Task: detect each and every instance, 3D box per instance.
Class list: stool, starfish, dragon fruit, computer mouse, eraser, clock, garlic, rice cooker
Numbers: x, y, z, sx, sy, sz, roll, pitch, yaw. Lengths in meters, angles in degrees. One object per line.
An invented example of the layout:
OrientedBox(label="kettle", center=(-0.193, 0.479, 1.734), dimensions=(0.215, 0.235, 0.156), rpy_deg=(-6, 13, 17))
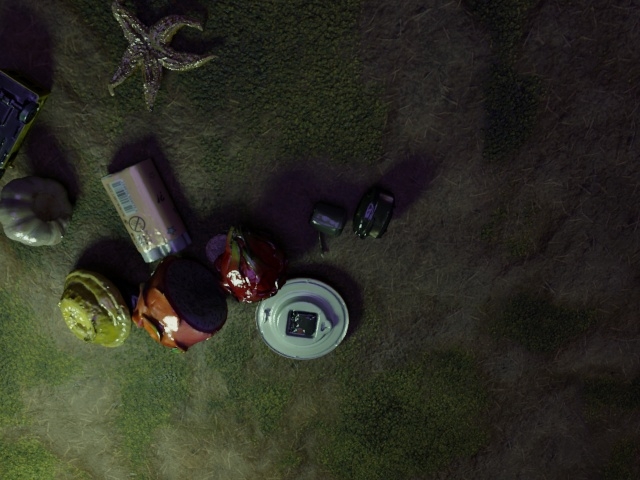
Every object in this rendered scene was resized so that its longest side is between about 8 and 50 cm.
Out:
OrientedBox(label="stool", center=(0.023, -0.067, 1.521), dimensions=(0.110, 0.096, 0.096), rpy_deg=(21, 109, -2))
OrientedBox(label="starfish", center=(-0.462, -0.508, 1.372), dimensions=(0.299, 0.060, 0.303), rpy_deg=(29, 102, -17))
OrientedBox(label="dragon fruit", center=(-0.439, 0.212, 1.528), dimensions=(0.189, 0.291, 0.291), rpy_deg=(-38, 106, 22))
OrientedBox(label="dragon fruit", center=(-0.221, 0.065, 1.494), dimensions=(0.233, 0.234, 0.293), rpy_deg=(-27, 126, 9))
OrientedBox(label="computer mouse", center=(-0.626, 0.206, 1.630), dimensions=(0.217, 0.073, 0.122), rpy_deg=(24, 107, -6))
OrientedBox(label="eraser", center=(-0.537, -0.087, 1.517), dimensions=(0.171, 0.087, 0.291), rpy_deg=(-19, 108, 9))
OrientedBox(label="clock", center=(-0.059, 0.264, 1.650), dimensions=(0.318, 0.080, 0.319), rpy_deg=(0, 110, 0))
OrientedBox(label="garlic", center=(-0.873, -0.080, 1.483), dimensions=(0.211, 0.218, 0.219), rpy_deg=(-5, 113, 33))
OrientedBox(label="rice cooker", center=(0.162, -0.081, 1.505), dimensions=(0.106, 0.112, 0.166), rpy_deg=(12, 110, -11))

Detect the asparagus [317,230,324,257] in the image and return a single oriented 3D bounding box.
OrientedBox(label="asparagus", center=(0.000, 0.000, 1.585), dimensions=(0.014, 0.015, 0.115), rpy_deg=(-8, 109, 1))

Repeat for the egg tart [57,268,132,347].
OrientedBox(label="egg tart", center=(-0.735, 0.230, 1.573), dimensions=(0.290, 0.115, 0.291), rpy_deg=(13, 119, 25))

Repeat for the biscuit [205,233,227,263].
OrientedBox(label="biscuit", center=(-0.314, 0.034, 1.597), dimensions=(0.120, 0.015, 0.120), rpy_deg=(0, 109, 0))

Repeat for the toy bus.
OrientedBox(label="toy bus", center=(-0.906, -0.313, 1.397), dimensions=(0.145, 0.151, 0.331), rpy_deg=(33, 105, -18))
